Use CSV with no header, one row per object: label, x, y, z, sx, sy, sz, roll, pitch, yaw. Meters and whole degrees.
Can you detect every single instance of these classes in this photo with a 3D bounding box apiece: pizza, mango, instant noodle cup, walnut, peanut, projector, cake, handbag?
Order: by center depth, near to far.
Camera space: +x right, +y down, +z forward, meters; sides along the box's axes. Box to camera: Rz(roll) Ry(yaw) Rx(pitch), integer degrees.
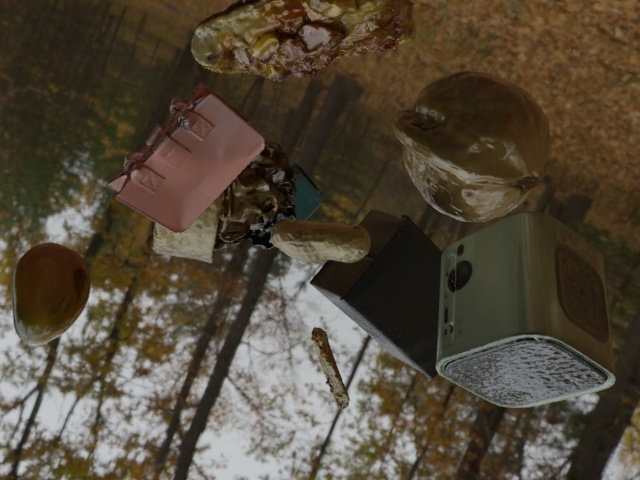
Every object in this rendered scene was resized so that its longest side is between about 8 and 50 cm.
pizza,0.011,-0.305,1.046,0.409,0.114,0.278,-22,-177,-41
handbag,-0.202,-0.123,1.130,0.157,0.212,0.059,35,-167,-50
projector,0.363,0.131,1.330,0.248,0.249,0.248,31,140,-30
peanut,0.000,0.000,1.506,0.214,0.099,0.099,-1,179,18
mango,-0.604,0.113,1.669,0.139,0.175,0.254,60,-174,-50
cake,-0.208,-0.096,1.724,0.321,0.332,0.332,10,-172,-8
walnut,0.374,-0.238,1.821,0.383,0.383,0.383,22,-174,-3
instant noodle cup,-0.078,-0.113,2.161,0.157,0.179,0.070,48,169,-30
pizza,0.031,0.396,2.265,0.056,0.271,0.134,-19,-163,-2

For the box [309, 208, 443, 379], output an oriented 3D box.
box,0.193,0.125,1.798,0.345,0.251,0.204,44,171,-25
